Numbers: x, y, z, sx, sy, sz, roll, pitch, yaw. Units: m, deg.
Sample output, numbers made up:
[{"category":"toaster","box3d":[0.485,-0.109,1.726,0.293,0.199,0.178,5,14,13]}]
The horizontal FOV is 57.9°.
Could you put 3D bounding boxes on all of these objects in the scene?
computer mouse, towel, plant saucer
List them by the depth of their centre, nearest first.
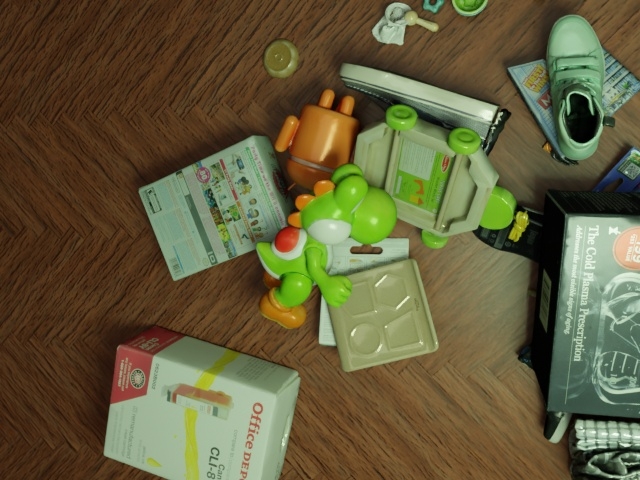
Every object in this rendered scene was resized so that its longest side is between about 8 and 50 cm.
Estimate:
[{"category":"towel","box3d":[0.566,0.392,1.010,0.235,0.284,0.121,-3,67,18]},{"category":"computer mouse","box3d":[0.418,0.023,1.128,0.262,0.060,0.184,19,125,22]},{"category":"plant saucer","box3d":[-0.088,-0.391,1.239,0.083,0.015,0.083,2,97,15]}]

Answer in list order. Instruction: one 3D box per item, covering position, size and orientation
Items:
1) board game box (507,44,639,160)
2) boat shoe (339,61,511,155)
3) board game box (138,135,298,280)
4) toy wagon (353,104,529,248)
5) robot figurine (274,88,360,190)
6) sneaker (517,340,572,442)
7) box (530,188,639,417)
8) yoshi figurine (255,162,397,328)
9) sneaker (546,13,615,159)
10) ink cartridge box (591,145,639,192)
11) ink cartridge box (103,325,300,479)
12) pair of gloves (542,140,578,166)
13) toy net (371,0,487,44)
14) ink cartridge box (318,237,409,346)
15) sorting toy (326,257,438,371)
[{"category":"board game box","box3d":[0.453,-0.285,1.071,0.194,0.060,0.194,-45,80,14]},{"category":"boat shoe","box3d":[0.178,-0.231,1.128,0.340,0.127,0.158,22,111,15]},{"category":"board game box","box3d":[-0.220,-0.069,1.274,0.303,0.097,0.224,-20,92,18]},{"category":"toy wagon","box3d":[0.223,-0.101,1.084,0.344,0.068,0.267,24,141,16]},{"category":"robot figurine","box3d":[0.003,-0.195,1.180,0.128,0.158,0.219,28,106,43]},{"category":"sneaker","box3d":[0.443,0.278,1.144,0.121,0.079,0.217,17,93,16]},{"category":"box","box3d":[0.533,0.100,0.950,0.312,0.179,0.343,1,107,10]},{"category":"yoshi figurine","box3d":[0.024,0.014,1.133,0.203,0.203,0.362,47,129,16]},{"category":"sneaker","box3d":[0.436,-0.270,0.967,0.094,0.151,0.256,-5,89,19]},{"category":"ink cartridge box","box3d":[0.630,-0.003,1.043,0.311,0.065,0.186,41,119,10]},{"category":"ink cartridge box","box3d":[-0.268,0.391,1.308,0.384,0.160,0.279,13,100,14]},{"category":"pair of gloves","box3d":[0.477,-0.188,1.107,0.074,0.010,0.083,35,105,9]},{"category":"toy net","box3d":[0.204,-0.467,1.132,0.232,0.045,0.122,-17,92,17]},{"category":"ink cartridge box","box3d":[0.099,0.114,1.241,0.189,0.066,0.232,1,76,16]},{"category":"sorting toy","box3d":[0.121,0.153,1.184,0.208,0.038,0.193,-17,76,16]}]
